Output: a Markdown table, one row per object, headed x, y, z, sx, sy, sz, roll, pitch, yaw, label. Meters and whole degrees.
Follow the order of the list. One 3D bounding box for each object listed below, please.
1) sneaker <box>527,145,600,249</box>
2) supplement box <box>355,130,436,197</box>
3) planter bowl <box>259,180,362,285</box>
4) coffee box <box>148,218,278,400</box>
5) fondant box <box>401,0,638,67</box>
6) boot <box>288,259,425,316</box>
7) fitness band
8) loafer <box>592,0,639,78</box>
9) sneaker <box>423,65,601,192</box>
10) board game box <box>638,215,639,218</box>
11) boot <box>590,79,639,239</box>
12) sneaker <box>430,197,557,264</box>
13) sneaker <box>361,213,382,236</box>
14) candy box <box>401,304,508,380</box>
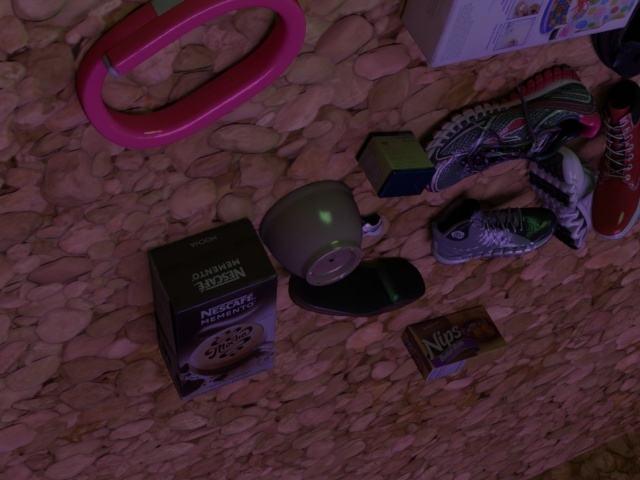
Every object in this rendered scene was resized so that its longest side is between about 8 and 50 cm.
| x | y | z | sx | sy | sz | roll | pitch | yaw | label |
| --- | --- | --- | --- | --- | --- | --- | --- | --- | --- |
| 0.445 | -0.098 | 2.123 | 0.118 | 0.110 | 0.292 | -45 | 152 | -7 | sneaker |
| 0.113 | -0.115 | 1.804 | 0.083 | 0.083 | 0.056 | -6 | 144 | -35 | supplement box |
| 0.000 | 0.000 | 1.863 | 0.162 | 0.109 | 0.162 | -22 | 150 | -13 | planter bowl |
| -0.166 | 0.115 | 1.887 | 0.168 | 0.119 | 0.297 | -19 | 150 | -15 | coffee box |
| 0.290 | -0.366 | 1.552 | 0.330 | 0.096 | 0.238 | -14 | 148 | -23 | fondant box |
| 0.045 | 0.100 | 2.076 | 0.305 | 0.112 | 0.115 | 1 | 150 | -46 | boot |
| -0.153 | -0.215 | 1.447 | 0.291 | 0.054 | 0.209 | -31 | 151 | 6 | fitness band |
| 0.472 | -0.323 | 1.776 | 0.109 | 0.095 | 0.302 | -26 | 151 | -4 | loafer |
| 0.288 | -0.159 | 1.860 | 0.299 | 0.112 | 0.121 | -29 | 151 | 2 | sneaker |
| 0.575 | -0.089 | 2.210 | 0.103 | 0.026 | 0.154 | -31 | 145 | -14 | board game box |
| 0.492 | -0.135 | 2.002 | 0.176 | 0.088 | 0.244 | 41 | 63 | -59 | boot |
| 0.299 | -0.031 | 2.077 | 0.228 | 0.086 | 0.132 | -16 | 145 | 2 | sneaker |
| 0.064 | -0.021 | 1.972 | 0.083 | 0.032 | 0.037 | -20 | 136 | -26 | sneaker |
| 0.271 | 0.206 | 2.426 | 0.186 | 0.109 | 0.053 | -12 | 147 | -26 | candy box |
